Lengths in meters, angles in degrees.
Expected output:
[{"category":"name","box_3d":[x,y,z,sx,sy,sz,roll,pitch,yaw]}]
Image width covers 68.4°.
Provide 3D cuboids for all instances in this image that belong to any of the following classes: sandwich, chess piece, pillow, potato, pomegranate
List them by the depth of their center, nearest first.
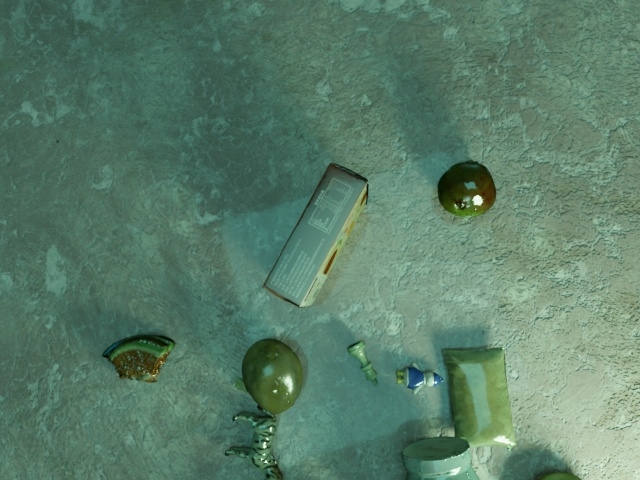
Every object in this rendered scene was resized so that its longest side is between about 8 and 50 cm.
[{"category":"pillow","box_3d":[0.480,0.480,1.425,0.184,0.075,0.303,-6,82,8]},{"category":"potato","box_3d":[-0.148,0.420,1.465,0.177,0.160,0.235,-4,92,26]},{"category":"pomegranate","box_3d":[0.462,-0.174,1.476,0.179,0.180,0.210,20,49,8]},{"category":"chess piece","box_3d":[0.141,0.393,1.487,0.059,0.059,0.149,-28,88,2]},{"category":"sandwich","box_3d":[-0.611,0.384,1.552,0.234,0.079,0.159,7,84,7]}]

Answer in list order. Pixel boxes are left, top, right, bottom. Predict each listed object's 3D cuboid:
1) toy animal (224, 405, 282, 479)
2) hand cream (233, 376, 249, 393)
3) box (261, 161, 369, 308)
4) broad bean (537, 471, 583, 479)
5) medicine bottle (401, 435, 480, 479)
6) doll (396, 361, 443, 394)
[{"category":"toy animal","box_3d":[-0.212,0.654,1.477,0.169,0.090,0.255,-7,85,1]},{"category":"hand cream","box_3d":[-0.234,0.481,1.531,0.102,0.022,0.035,24,86,14]},{"category":"box","box_3d":[0.000,0.000,1.399,0.122,0.344,0.386,28,87,7]},{"category":"broad bean","box_3d":[0.688,0.814,1.339,0.237,0.119,0.291,5,83,7]},{"category":"medicine bottle","box_3d":[0.351,0.727,1.322,0.244,0.245,0.290,-9,83,5]},{"category":"doll","box_3d":[0.308,0.427,1.460,0.142,0.058,0.099,0,63,5]}]
